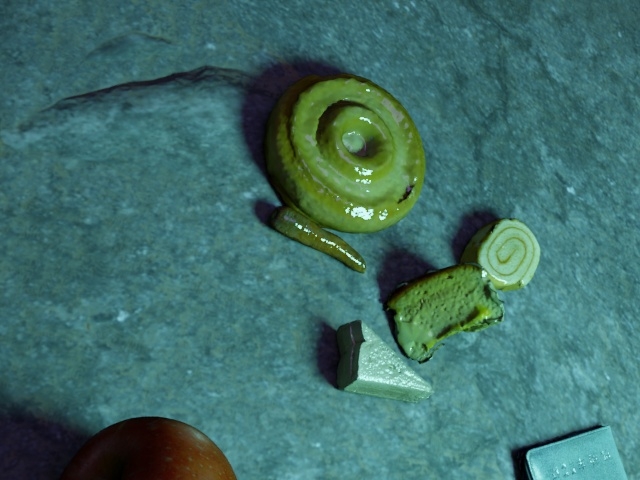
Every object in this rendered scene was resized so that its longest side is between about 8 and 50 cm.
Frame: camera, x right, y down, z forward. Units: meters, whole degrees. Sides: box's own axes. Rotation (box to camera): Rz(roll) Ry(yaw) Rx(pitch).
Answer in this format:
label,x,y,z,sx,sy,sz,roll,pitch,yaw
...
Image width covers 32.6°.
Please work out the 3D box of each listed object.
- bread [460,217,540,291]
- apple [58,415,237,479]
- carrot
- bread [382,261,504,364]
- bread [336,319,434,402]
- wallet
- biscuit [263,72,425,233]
label,x,y,z,sx,sy,sz,roll,pitch,yaw
bread,0.326,0.029,1.947,0.122,0.073,0.149,44,57,-9
apple,-0.217,0.360,1.414,0.216,0.260,0.260,46,53,-35
carrot,0.000,0.000,1.803,0.191,0.047,0.047,29,59,-22
bread,0.200,0.114,1.813,0.160,0.169,0.140,-21,83,-18
bread,0.103,0.196,1.758,0.152,0.077,0.105,14,66,-25
wallet,0.443,0.417,1.879,0.222,0.036,0.167,-9,75,-31
biscuit,0.049,-0.154,1.856,0.296,0.102,0.296,10,65,-23
